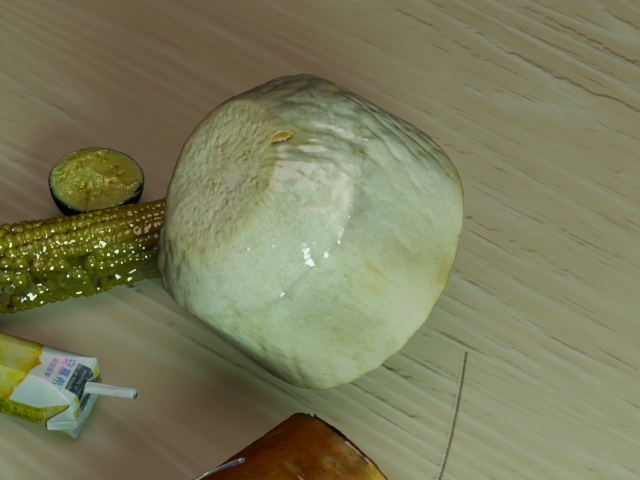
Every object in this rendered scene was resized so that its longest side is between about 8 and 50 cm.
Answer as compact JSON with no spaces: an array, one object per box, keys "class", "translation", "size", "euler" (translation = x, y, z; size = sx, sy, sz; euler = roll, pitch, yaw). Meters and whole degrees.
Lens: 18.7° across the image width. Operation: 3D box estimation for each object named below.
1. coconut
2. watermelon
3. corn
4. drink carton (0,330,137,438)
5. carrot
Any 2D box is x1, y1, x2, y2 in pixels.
[{"class":"coconut","translation":[0.000,0.000,1.957],"size":[0.328,0.329,0.329],"euler":[0,47,0]},{"class":"watermelon","translation":[-0.245,-0.053,2.139],"size":[0.105,0.062,0.105],"euler":[2,47,-2]},{"class":"corn","translation":[-0.243,0.012,2.058],"size":[0.319,0.097,0.097],"euler":[-12,48,-14]},{"class":"drink carton","translation":[-0.273,0.144,1.945],"size":[0.200,0.074,0.084],"euler":[16,49,13]},{"class":"carrot","translation":[-0.049,0.283,1.729],"size":[0.331,0.214,0.193],"euler":[-36,56,-26]}]
